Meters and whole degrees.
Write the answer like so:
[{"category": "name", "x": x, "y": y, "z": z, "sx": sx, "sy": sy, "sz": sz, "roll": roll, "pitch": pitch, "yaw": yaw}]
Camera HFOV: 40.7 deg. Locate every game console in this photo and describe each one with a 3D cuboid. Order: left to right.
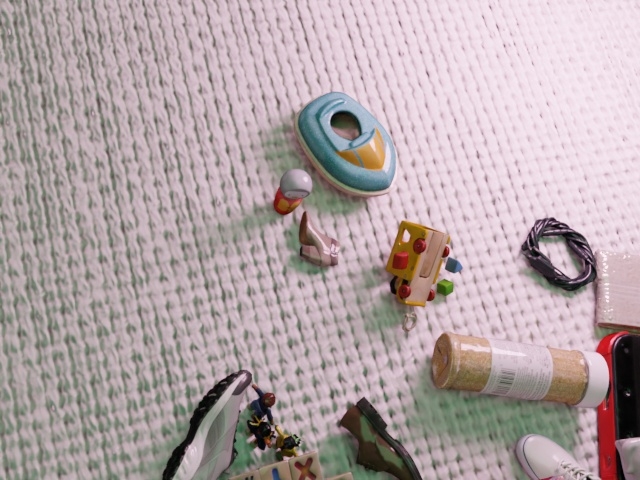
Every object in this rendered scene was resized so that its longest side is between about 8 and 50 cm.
[{"category": "game console", "x": 0.768, "y": 0.403, "z": 1.894, "sx": 0.342, "sy": 0.060, "sz": 0.387, "roll": 12, "pitch": 67, "yaw": -15}]

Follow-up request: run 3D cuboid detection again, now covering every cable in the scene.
[{"category": "cable", "x": 0.554, "y": 0.031, "z": 1.981, "sx": 0.184, "sy": 0.047, "sz": 0.150, "roll": 33, "pitch": 59, "yaw": 1}]

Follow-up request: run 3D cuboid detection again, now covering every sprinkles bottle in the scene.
[{"category": "sprinkles bottle", "x": 0.416, "y": 0.270, "z": 1.801, "sx": 0.355, "sy": 0.121, "sz": 0.121, "roll": 9, "pitch": 67, "yaw": -12}]

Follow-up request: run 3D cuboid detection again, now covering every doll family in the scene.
[{"category": "doll family", "x": -0.089, "y": 0.364, "z": 1.625, "sx": 0.076, "sy": 0.111, "sz": 0.193, "roll": -36, "pitch": 82, "yaw": -24}]

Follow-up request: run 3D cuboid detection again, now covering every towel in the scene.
[{"category": "towel", "x": 0.763, "y": 0.125, "z": 1.998, "sx": 0.282, "sy": 0.049, "sz": 0.187, "roll": 9, "pitch": 66, "yaw": -11}]

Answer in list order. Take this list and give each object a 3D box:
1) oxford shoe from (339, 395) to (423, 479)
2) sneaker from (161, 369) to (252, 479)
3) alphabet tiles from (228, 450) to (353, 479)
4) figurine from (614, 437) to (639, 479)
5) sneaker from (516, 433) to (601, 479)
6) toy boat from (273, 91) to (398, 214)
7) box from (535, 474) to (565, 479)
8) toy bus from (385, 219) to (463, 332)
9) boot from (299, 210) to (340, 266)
[{"category": "oxford shoe", "x": 0.121, "y": 0.424, "z": 1.692, "sx": 0.096, "sy": 0.083, "sz": 0.227, "roll": -38, "pitch": 83, "yaw": -5}, {"category": "sneaker", "x": -0.195, "y": 0.367, "z": 1.612, "sx": 0.108, "sy": 0.100, "sz": 0.271, "roll": 33, "pitch": 69, "yaw": -14}, {"category": "alphabet tiles", "x": -0.050, "y": 0.571, "z": 1.558, "sx": 0.285, "sy": 0.011, "sz": 0.343, "roll": -12, "pitch": 90, "yaw": -20}, {"category": "figurine", "x": 0.712, "y": 0.503, "z": 1.759, "sx": 0.214, "sy": 0.092, "sz": 0.209, "roll": -2, "pitch": 75, "yaw": -19}, {"category": "sneaker", "x": 0.519, "y": 0.486, "z": 1.763, "sx": 0.258, "sy": 0.091, "sz": 0.094, "roll": 39, "pitch": 64, "yaw": 1}, {"category": "toy boat", "x": 0.025, "y": -0.173, "z": 1.846, "sx": 0.267, "sy": 0.148, "sz": 0.318, "roll": 46, "pitch": 64, "yaw": 4}, {"category": "box", "x": 0.381, "y": 0.537, "z": 1.612, "sx": 0.122, "sy": 0.257, "sz": 0.128, "roll": -26, "pitch": 79, "yaw": -25}, {"category": "toy bus", "x": 0.192, "y": 0.056, "z": 1.828, "sx": 0.202, "sy": 0.191, "sz": 0.104, "roll": -39, "pitch": 40, "yaw": -26}, {"category": "boot", "x": 0.000, "y": 0.000, "z": 1.836, "sx": 0.087, "sy": 0.042, "sz": 0.118, "roll": 11, "pitch": 68, "yaw": -19}]
